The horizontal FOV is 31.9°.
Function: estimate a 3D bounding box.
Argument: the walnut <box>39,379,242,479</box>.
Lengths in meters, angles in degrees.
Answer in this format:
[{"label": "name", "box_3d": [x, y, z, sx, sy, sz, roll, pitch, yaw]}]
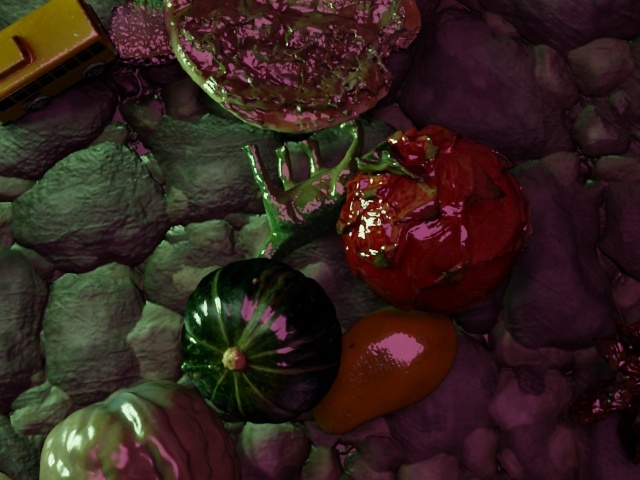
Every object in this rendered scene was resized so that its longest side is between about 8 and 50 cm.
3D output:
[{"label": "walnut", "box_3d": [-0.220, 0.296, 1.391, 0.248, 0.248, 0.248, 0, 77, -2]}]

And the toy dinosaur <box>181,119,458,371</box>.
[{"label": "toy dinosaur", "box_3d": [0.000, 0.000, 1.542, 0.447, 0.087, 0.300, -13, 79, -1]}]

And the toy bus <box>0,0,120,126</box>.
[{"label": "toy bus", "box_3d": [-0.396, -0.253, 1.562, 0.201, 0.114, 0.098, -31, 79, 1]}]

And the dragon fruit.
[{"label": "dragon fruit", "box_3d": [0.158, -0.024, 1.459, 0.299, 0.244, 0.244, 5, 74, -35]}]

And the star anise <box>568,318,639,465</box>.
[{"label": "star anise", "box_3d": [0.443, 0.186, 1.496, 0.190, 0.126, 0.220, 26, 80, 8]}]

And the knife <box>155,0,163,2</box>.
[{"label": "knife", "box_3d": [-0.217, -0.354, 1.626, 0.210, 0.015, 0.028, 12, 71, -7]}]

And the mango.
[{"label": "mango", "box_3d": [0.081, 0.170, 1.501, 0.227, 0.099, 0.136, -36, 87, -1]}]

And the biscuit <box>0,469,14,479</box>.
[{"label": "biscuit", "box_3d": [-0.355, 0.409, 1.322, 0.332, 0.332, 0.103, 42, 47, 7]}]

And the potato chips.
[{"label": "potato chips", "box_3d": [-0.254, -0.360, 1.645, 0.202, 0.029, 0.219, -21, 81, -7]}]

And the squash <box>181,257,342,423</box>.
[{"label": "squash", "box_3d": [-0.075, 0.127, 1.432, 0.218, 0.218, 0.172, 41, 38, 7]}]

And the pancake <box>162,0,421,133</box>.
[{"label": "pancake", "box_3d": [-0.041, -0.325, 1.609, 0.382, 0.071, 0.382, 3, 73, -9]}]
